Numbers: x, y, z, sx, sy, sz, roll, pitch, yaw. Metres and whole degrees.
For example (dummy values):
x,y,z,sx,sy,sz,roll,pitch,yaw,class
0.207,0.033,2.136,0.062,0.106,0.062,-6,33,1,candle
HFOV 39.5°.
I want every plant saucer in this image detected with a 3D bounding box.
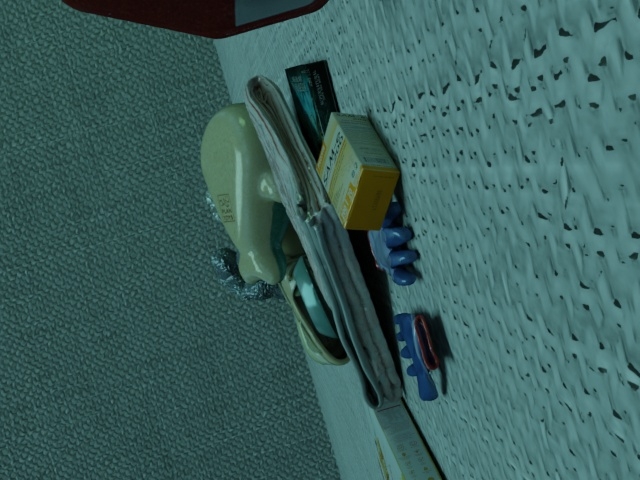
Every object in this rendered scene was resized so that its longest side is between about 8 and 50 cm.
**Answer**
x,y,z,sx,sy,sz,roll,pitch,yaw,class
-0.010,0.078,1.173,0.119,0.021,0.119,-24,-90,-90,plant saucer

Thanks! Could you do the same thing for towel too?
x,y,z,sx,sy,sz,roll,pitch,yaw,class
0.000,0.000,1.103,0.317,0.053,0.332,-114,3,-52,towel

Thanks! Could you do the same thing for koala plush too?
x,y,z,sx,sy,sz,roll,pitch,yaw,class
-0.093,-0.023,1.552,0.203,0.196,0.221,35,142,63,koala plush

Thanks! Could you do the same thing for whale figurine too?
x,y,z,sx,sy,sz,roll,pitch,yaw,class
-0.083,-0.072,1.339,0.216,0.141,0.272,-6,95,58,whale figurine

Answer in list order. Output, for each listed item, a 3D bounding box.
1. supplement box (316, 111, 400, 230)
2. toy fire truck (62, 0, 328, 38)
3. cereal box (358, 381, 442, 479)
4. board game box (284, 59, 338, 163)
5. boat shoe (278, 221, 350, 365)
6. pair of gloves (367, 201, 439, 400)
x,y,z,sx,sy,sz,roll,pitch,yaw,class
0.030,-0.061,0.779,0.098,0.036,0.062,-114,33,-51,supplement box
-0.112,-0.272,0.547,0.169,0.253,0.302,-118,13,-65,toy fire truck
0.109,0.296,1.091,0.240,0.047,0.173,-119,13,-65,cereal box
-0.004,-0.143,1.036,0.186,0.026,0.126,-132,26,-78,board game box
-0.020,0.056,1.413,0.098,0.109,0.302,167,83,-77,boat shoe
0.078,0.052,0.823,0.159,0.023,0.198,99,154,-82,pair of gloves
